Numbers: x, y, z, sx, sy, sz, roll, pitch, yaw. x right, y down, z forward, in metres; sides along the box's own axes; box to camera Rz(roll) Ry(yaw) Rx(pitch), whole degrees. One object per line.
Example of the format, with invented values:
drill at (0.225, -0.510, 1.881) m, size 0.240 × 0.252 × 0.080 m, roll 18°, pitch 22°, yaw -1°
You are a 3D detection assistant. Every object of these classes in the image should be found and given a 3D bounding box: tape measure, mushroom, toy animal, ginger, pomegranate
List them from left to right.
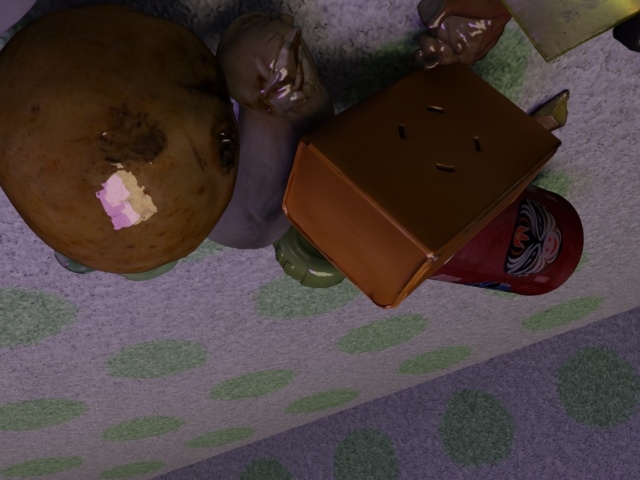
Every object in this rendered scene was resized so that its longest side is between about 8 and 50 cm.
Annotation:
pomegranate at (-0.196, -0.095, 0.599) m, size 0.261 × 0.260 × 0.260 m, roll -11°, pitch 152°, yaw -6°
mushroom at (-0.071, -0.119, 0.776) m, size 0.177 × 0.126 × 0.397 m, roll 6°, pitch 150°, yaw -19°
tape measure at (0.000, 0.000, 1.003) m, size 0.178 × 0.154 × 0.087 m, roll -1°, pitch 156°, yaw -15°
toy animal at (0.208, -0.291, 0.642) m, size 0.312 × 0.097 × 0.158 m, roll -35°, pitch 156°, yaw 30°
ginger at (0.336, -0.174, 0.953) m, size 0.057 × 0.044 × 0.137 m, roll -14°, pitch 160°, yaw -43°

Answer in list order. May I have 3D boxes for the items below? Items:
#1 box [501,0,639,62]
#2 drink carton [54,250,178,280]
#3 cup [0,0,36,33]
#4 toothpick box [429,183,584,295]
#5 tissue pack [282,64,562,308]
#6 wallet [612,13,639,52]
box at (0.177, -0.301, 0.483) m, size 0.173 × 0.043 × 0.311 m, roll -27°, pitch 125°, yaw 39°
drink carton at (-0.273, -0.010, 0.866) m, size 0.146 × 0.144 × 0.142 m, roll -17°, pitch 158°, yaw 6°
cup at (-0.261, -0.275, 0.260) m, size 0.253 × 0.253 × 0.371 m, roll -6°, pitch 153°, yaw -16°
toothpick box at (0.266, -0.020, 1.030) m, size 0.333 × 0.204 × 0.204 m, roll 12°, pitch 142°, yaw -39°
tissue pack at (0.122, -0.076, 0.741) m, size 0.274 × 0.194 × 0.145 m, roll -36°, pitch 160°, yaw -32°
wallet at (0.411, -0.366, 0.519) m, size 0.228 × 0.062 × 0.406 m, roll -20°, pitch 144°, yaw -15°
